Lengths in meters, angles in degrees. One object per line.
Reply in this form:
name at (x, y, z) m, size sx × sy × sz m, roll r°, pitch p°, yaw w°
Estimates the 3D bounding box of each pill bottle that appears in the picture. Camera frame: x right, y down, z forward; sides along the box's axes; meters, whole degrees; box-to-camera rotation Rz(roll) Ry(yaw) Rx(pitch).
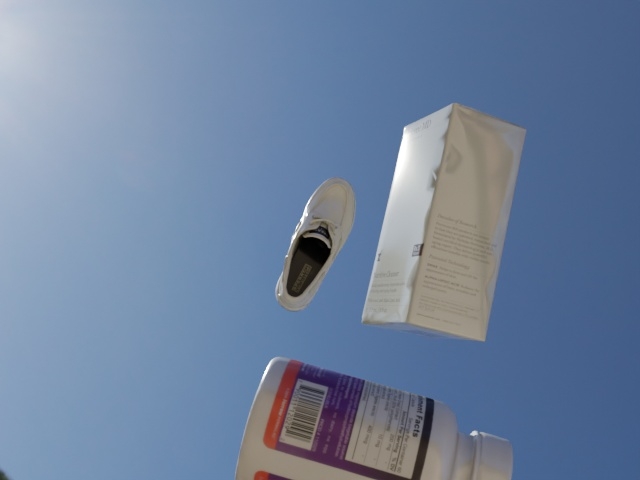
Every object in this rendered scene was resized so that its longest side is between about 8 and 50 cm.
pill bottle at (0.041, 0.165, 0.620) m, size 0.194 × 0.108 × 0.108 m, roll 15°, pitch -57°, yaw 5°

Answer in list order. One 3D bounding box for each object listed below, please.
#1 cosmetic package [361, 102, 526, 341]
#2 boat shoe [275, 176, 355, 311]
cosmetic package at (0.214, -0.024, 1.433) m, size 0.217 × 0.156 × 0.384 m, roll 162°, pitch -60°, yaw -70°
boat shoe at (0.000, 0.000, 1.397) m, size 0.095 × 0.258 × 0.084 m, roll 19°, pitch -17°, yaw -2°
